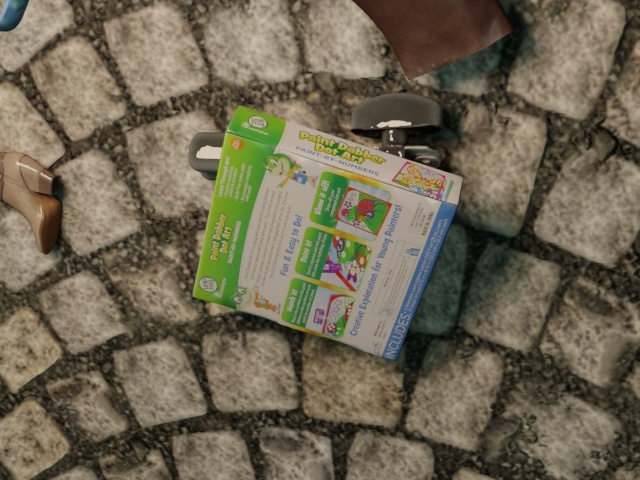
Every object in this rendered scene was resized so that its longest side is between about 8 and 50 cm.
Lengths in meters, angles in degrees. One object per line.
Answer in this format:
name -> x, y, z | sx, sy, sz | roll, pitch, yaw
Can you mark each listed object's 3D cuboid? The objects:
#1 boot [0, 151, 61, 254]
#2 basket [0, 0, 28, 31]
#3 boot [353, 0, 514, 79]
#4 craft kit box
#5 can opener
boot -> -0.355, -0.049, 1.374 | 0.087, 0.042, 0.119 | 17, 113, 14
basket -> -0.336, -0.384, 1.124 | 0.289, 0.201, 0.255 | 51, 120, 26
boot -> 0.048, -0.254, 1.154 | 0.248, 0.090, 0.207 | -19, 103, 17
craft kit box -> 0.000, 0.000, 1.239 | 0.246, 0.061, 0.250 | 16, 133, -1
can opener -> -0.003, -0.103, 1.251 | 0.280, 0.074, 0.093 | -2, 76, 14
